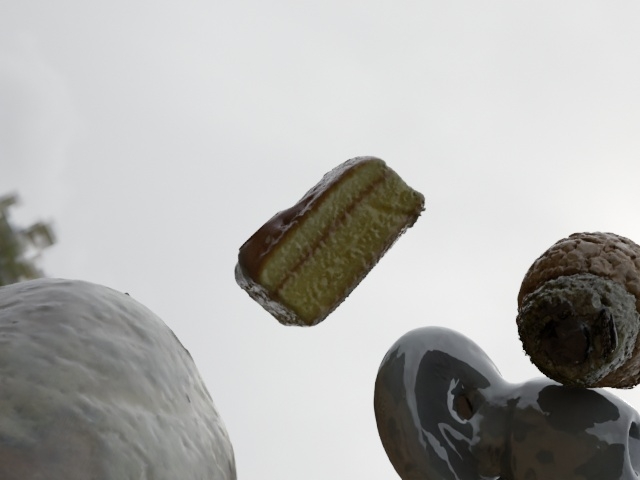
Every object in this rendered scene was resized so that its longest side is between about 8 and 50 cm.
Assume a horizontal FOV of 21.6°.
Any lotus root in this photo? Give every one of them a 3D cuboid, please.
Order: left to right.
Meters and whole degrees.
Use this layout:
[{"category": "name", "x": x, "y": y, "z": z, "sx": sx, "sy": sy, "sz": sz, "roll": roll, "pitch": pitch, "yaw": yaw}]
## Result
[{"category": "lotus root", "x": -0.172, "y": 0.177, "z": 0.883, "sx": 0.250, "sy": 0.346, "sz": 0.250, "roll": 3, "pitch": -70, "yaw": 9}]

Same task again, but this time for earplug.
[{"category": "earplug", "x": 0.210, "y": 0.213, "z": 1.880, "sx": 0.326, "sy": 0.214, "sz": 0.175, "roll": 21, "pitch": -39, "yaw": -3}]

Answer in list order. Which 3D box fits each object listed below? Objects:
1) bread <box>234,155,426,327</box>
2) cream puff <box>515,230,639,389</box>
[{"category": "bread", "x": 0.000, "y": 0.000, "z": 1.742, "sx": 0.110, "sy": 0.184, "sz": 0.234, "roll": 45, "pitch": -8, "yaw": -2}, {"category": "cream puff", "x": 0.288, "y": 0.085, "z": 1.786, "sx": 0.183, "sy": 0.169, "sz": 0.183, "roll": 3, "pitch": -81, "yaw": 22}]
